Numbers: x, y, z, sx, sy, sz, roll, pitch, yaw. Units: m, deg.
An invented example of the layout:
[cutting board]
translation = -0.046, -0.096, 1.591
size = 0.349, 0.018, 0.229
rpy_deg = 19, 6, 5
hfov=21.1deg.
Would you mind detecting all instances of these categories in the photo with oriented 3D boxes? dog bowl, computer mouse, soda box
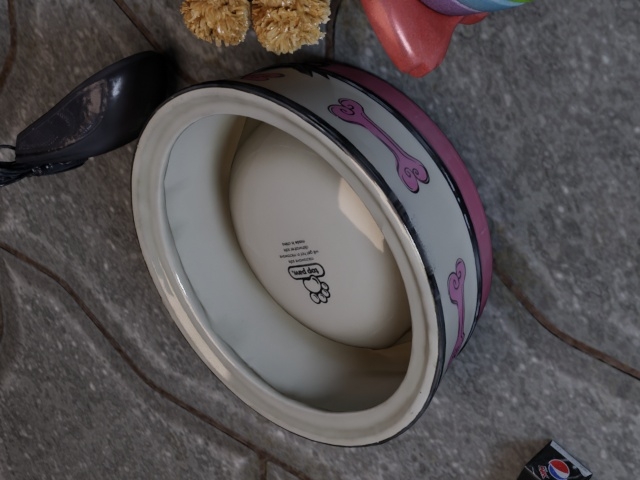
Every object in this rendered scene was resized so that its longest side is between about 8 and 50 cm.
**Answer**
[dog bowl]
translation = 0.000, 0.000, 1.750
size = 0.408, 0.150, 0.408
rpy_deg = 25, 132, 31
[computer mouse]
translation = -0.258, -0.121, 1.928
size = 0.272, 0.188, 0.072
rpy_deg = -32, 84, 40
[soda box]
translation = 0.221, 0.286, 1.801
size = 0.060, 0.053, 0.169
rpy_deg = 40, 140, 17

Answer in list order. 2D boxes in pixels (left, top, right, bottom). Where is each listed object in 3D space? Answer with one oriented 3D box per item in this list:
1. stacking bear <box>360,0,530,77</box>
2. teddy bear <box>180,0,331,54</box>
[stacking bear]
translation = 0.175, -0.271, 1.383
size = 0.289, 0.175, 0.164
rpy_deg = -19, 109, 41
[teddy bear]
translation = -0.093, -0.329, 1.642
size = 0.245, 0.113, 0.338
rpy_deg = 29, 135, 26
